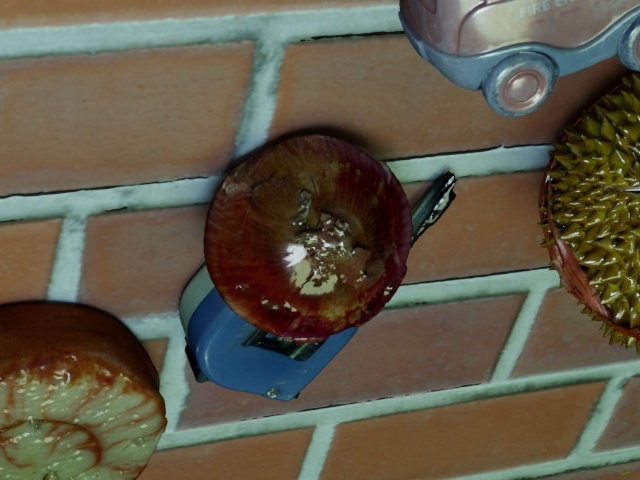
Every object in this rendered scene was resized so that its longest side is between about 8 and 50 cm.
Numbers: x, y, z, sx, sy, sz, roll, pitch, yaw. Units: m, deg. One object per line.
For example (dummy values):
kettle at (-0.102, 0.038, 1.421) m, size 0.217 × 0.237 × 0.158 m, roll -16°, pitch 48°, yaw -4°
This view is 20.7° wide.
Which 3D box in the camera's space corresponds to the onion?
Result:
onion at (0.000, 0.000, 1.830) m, size 0.230 × 0.163 × 0.230 m, roll -1°, pitch 93°, yaw -27°

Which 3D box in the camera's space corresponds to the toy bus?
toy bus at (0.212, -0.278, 1.655) m, size 0.294 × 0.197 × 0.231 m, roll -19°, pitch 131°, yaw -5°

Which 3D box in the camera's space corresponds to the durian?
durian at (0.414, -0.034, 1.947) m, size 0.348 × 0.347 × 0.384 m, roll -37°, pitch 132°, yaw 15°

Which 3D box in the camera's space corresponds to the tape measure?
tape measure at (-0.009, 0.041, 1.977) m, size 0.215 × 0.098 × 0.351 m, roll 16°, pitch 124°, yaw -41°

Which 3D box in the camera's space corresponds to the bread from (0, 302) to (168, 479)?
bread at (-0.336, 0.201, 1.968) m, size 0.328 × 0.114 × 0.295 m, roll -1°, pitch 135°, yaw -27°
